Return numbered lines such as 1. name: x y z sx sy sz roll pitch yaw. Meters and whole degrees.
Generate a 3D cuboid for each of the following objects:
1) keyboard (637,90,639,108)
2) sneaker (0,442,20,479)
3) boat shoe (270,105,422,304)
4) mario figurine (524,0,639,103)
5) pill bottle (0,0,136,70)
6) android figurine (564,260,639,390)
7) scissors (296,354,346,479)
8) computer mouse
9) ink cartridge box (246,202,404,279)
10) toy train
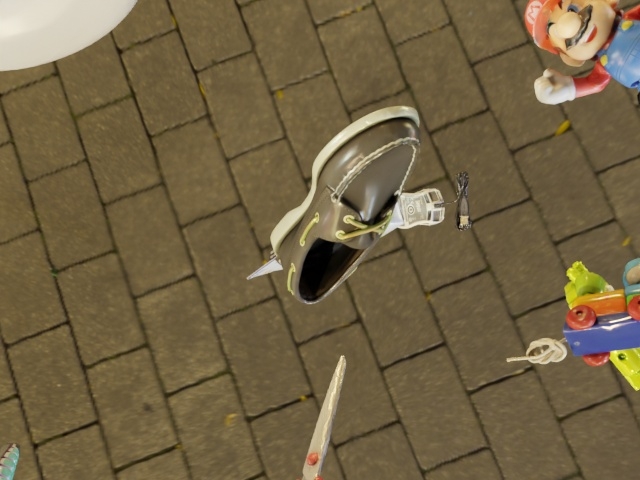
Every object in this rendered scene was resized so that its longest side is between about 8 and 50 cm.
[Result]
1. keyboard: 0.406 -0.122 0.723 0.180 0.023 0.108 -10 50 18
2. sneaker: -0.535 0.375 1.183 0.098 0.224 0.083 17 100 -15
3. boat shoe: 0.025 -0.021 0.631 0.081 0.228 0.069 -4 63 -26
4. mario figurine: 0.427 -0.278 1.108 0.198 0.170 0.320 -47 59 -6
5. pill bottle: -0.238 -0.337 0.481 0.228 0.229 0.408 -10 71 1
6. android figurine: 0.522 0.154 1.325 0.056 0.248 0.273 -41 77 27
7. scissors: -0.019 0.261 0.841 0.109 0.021 0.297 -28 38 27
8. computer mouse: 0.205 -0.065 1.417 0.042 0.193 0.106 -11 94 -40
9. ink cartridge box: 0.000 0.000 1.361 0.223 0.223 0.045 -10 76 -33
10. toy train: 0.409 0.110 1.175 0.247 0.105 0.143 -14 37 28
